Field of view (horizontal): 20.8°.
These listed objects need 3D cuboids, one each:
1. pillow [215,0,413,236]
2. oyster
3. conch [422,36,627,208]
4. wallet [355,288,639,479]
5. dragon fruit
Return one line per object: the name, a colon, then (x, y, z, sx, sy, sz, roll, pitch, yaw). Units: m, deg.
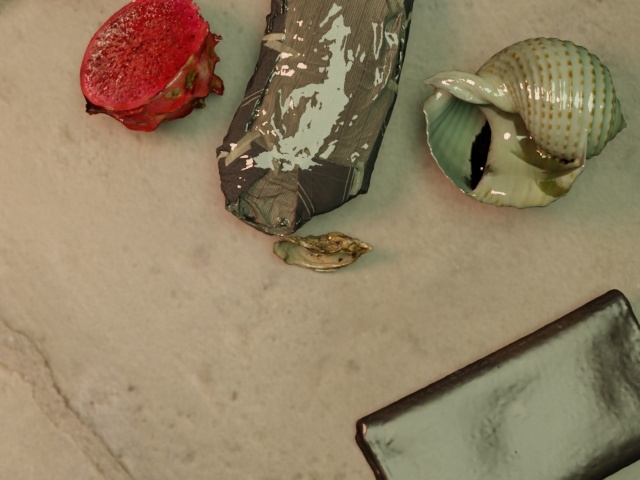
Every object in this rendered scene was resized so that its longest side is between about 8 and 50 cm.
pillow: (-0.002, -0.165, 1.764, 0.161, 0.092, 0.335, 16, 81, -6)
oyster: (0.000, 0.000, 1.760, 0.083, 0.080, 0.038, 28, 53, -38)
conch: (0.210, -0.126, 1.780, 0.200, 0.131, 0.172, 16, 107, 20)
wallet: (0.208, 0.192, 1.786, 0.321, 0.044, 0.170, -26, 88, -8)
dragon fruit: (-0.156, -0.158, 1.741, 0.153, 0.153, 0.111, -54, 135, -11)
